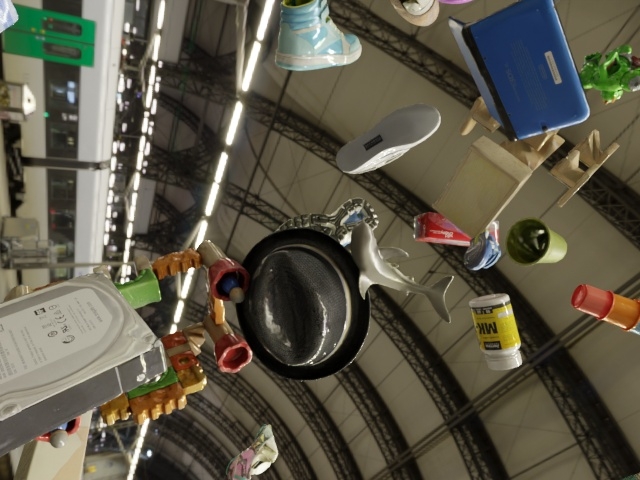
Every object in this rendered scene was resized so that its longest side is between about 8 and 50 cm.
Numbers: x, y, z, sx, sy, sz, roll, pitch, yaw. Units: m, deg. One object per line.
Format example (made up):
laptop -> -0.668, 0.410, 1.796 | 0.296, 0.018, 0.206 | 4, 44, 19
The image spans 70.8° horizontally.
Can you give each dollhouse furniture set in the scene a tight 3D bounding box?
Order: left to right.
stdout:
dollhouse furniture set -> 0.542, -0.213, 1.292 | 0.362, 0.394, 0.256 | 43, -32, 18

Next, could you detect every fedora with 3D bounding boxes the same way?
fedora -> -0.052, 0.134, 0.931 | 0.152, 0.334, 0.334 | 20, 68, -81

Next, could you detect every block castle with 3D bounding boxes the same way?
block castle -> -0.371, 0.207, 0.930 | 0.213, 0.453, 0.303 | 41, -43, 46

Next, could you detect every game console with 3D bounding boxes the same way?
game console -> 0.434, -0.393, 1.008 | 0.250, 0.293, 0.173 | -10, -141, 43

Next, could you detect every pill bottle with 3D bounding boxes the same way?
pill bottle -> 0.533, 0.274, 1.362 | 0.119, 0.119, 0.208 | -19, -96, 58

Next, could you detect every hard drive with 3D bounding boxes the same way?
hard drive -> -0.416, 0.167, 0.598 | 0.237, 0.339, 0.064 | 32, -48, 39

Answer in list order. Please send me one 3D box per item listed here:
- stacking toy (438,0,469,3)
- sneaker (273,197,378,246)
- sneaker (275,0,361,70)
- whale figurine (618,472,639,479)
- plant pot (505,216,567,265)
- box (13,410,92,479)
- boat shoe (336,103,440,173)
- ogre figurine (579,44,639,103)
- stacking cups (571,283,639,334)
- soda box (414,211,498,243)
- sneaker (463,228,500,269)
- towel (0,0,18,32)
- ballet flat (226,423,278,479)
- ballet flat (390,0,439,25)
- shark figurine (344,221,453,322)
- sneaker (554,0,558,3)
stacking toy -> 0.127, -0.295, 0.427 | 0.175, 0.302, 0.165 | 5, -78, 28
sneaker -> 0.000, 0.000, 1.168 | 0.129, 0.330, 0.147 | 61, -37, 13
sneaker -> 0.012, -0.597, 1.243 | 0.127, 0.319, 0.208 | 27, -50, 31
whale figurine -> 0.297, 0.318, 0.320 | 0.141, 0.216, 0.272 | -32, -132, 17
plant pot -> 0.377, 0.008, 0.773 | 0.083, 0.079, 0.083 | -27, -123, 52
box -> -0.678, 0.573, 1.121 | 0.148, 0.121, 0.311 | -53, -149, 16
boat shoe -> 0.160, -0.235, 1.065 | 0.258, 0.084, 0.095 | -21, -100, 20
ogre figurine -> 0.612, -0.348, 0.921 | 0.197, 0.118, 0.097 | 44, -16, 37
stacking cups -> 0.755, 0.193, 1.050 | 0.096, 0.316, 0.096 | 18, 90, -80
soda box -> 0.439, -0.031, 1.452 | 0.092, 0.263, 0.083 | 160, -66, -73
sneaker -> 0.313, 0.025, 0.854 | 0.059, 0.144, 0.053 | 51, -55, 1
towel -> -0.399, -0.275, 0.407 | 0.285, 0.034, 0.209 | 114, 1, -57
ballet flat -> -0.157, 0.548, 1.150 | 0.079, 0.221, 0.077 | 18, -82, 16
ballet flat -> 0.212, -0.647, 1.127 | 0.107, 0.316, 0.106 | -45, -141, 20
shark figurine -> 0.136, 0.084, 0.947 | 0.166, 0.278, 0.116 | -26, -147, 55
sneaker -> 0.533, -0.583, 1.041 | 0.083, 0.222, 0.118 | 56, -23, 8
